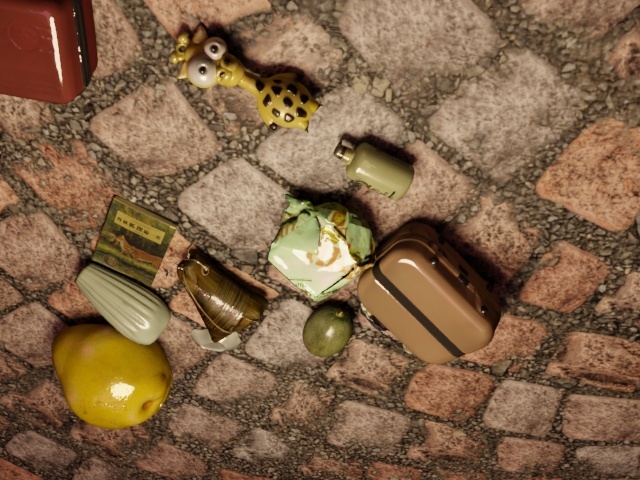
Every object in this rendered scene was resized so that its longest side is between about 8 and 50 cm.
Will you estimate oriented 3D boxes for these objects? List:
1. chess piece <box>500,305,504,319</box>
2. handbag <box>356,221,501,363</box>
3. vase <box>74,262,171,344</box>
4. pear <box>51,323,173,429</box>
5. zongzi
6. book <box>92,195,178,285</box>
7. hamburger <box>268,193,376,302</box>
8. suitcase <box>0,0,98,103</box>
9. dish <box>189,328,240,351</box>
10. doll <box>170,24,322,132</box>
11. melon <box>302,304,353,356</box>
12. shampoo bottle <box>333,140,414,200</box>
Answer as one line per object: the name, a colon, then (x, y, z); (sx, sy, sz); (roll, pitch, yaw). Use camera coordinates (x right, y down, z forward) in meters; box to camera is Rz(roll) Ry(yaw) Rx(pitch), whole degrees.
chess piece: (0.350, 0.136, 1.705); (0.149, 0.059, 0.059); (36, 130, -15)
handbag: (0.214, 0.136, 1.638); (0.302, 0.149, 0.283); (44, 130, -13)
vase: (-0.496, 0.151, 1.848); (0.248, 0.128, 0.128); (40, 128, -14)
pear: (-0.550, 0.335, 1.951); (0.336, 0.285, 0.285); (50, 132, 14)
zongzi: (-0.289, 0.148, 1.813); (0.248, 0.111, 0.241); (40, 133, -17)
book: (-0.442, 0.005, 1.762); (0.160, 0.024, 0.228); (26, 133, -9)
hamburger: (-0.003, -0.002, 1.595); (0.214, 0.125, 0.235); (-42, 86, 28)
suitcase: (-0.561, -0.383, 1.328); (0.297, 0.161, 0.236); (11, 134, 2)
dish: (-0.283, 0.268, 1.964); (0.137, 0.039, 0.091); (1, 133, 9)
doll: (-0.136, -0.296, 1.378); (0.291, 0.086, 0.117); (27, 92, -11)
melon: (0.020, 0.218, 1.806); (0.114, 0.114, 0.167); (23, 133, -10)
shampoo bottle: (0.101, -0.145, 1.472); (0.162, 0.079, 0.079); (25, 132, -13)
